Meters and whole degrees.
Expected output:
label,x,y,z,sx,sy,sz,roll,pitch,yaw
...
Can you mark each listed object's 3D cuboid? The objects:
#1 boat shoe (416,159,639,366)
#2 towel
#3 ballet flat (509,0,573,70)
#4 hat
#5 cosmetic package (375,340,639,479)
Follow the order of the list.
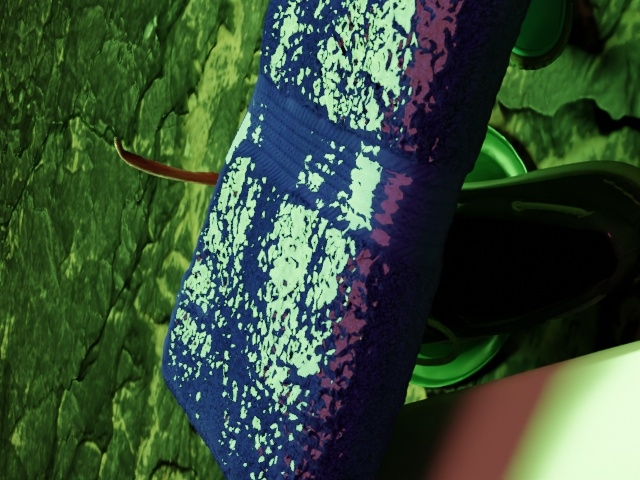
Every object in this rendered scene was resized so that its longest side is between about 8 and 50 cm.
label,x,y,z,sx,sy,sz,roll,pitch,yaw
boat shoe,0.068,0.020,0.813,0.254,0.079,0.095,-8,104,32
towel,-0.002,-0.023,0.730,0.227,0.076,0.308,-134,57,-68
ballet flat,0.110,-0.174,0.900,0.070,0.070,0.188,-38,50,47
hat,0.000,0.000,0.902,0.208,0.183,0.173,-25,62,53
cosmetic package,0.150,0.155,0.657,0.365,0.155,0.197,-23,63,54
